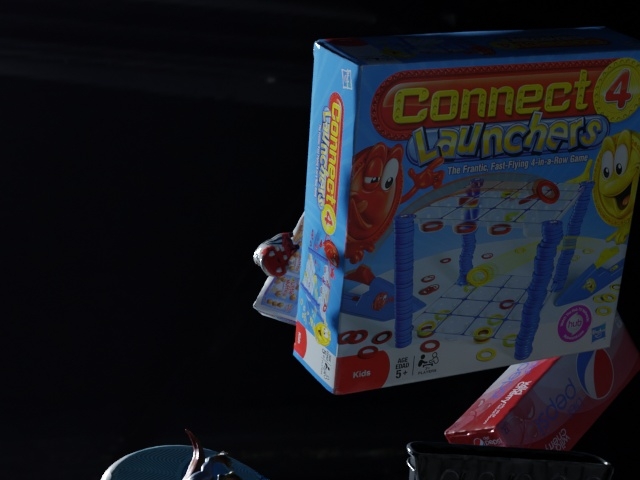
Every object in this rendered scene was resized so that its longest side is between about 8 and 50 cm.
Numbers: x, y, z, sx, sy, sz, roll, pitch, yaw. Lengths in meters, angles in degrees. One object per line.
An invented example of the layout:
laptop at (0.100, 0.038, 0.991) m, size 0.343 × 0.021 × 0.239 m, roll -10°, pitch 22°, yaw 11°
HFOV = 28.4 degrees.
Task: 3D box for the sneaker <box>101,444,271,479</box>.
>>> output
sneaker at (-0.102, 0.303, 1.211) m, size 0.319 × 0.127 × 0.208 m, roll 25°, pitch -39°, yaw -27°

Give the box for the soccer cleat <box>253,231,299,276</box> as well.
soccer cleat at (-0.043, 0.015, 1.086) m, size 0.035 × 0.029 × 0.083 m, roll -22°, pitch 13°, yaw 17°

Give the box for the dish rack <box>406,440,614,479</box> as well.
dish rack at (0.205, 0.257, 1.103) m, size 0.208 × 0.074 × 0.271 m, roll 5°, pitch 10°, yaw -17°

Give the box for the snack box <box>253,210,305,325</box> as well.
snack box at (0.000, 0.000, 1.258) m, size 0.064 × 0.178 × 0.022 m, roll 15°, pitch -19°, yaw 43°

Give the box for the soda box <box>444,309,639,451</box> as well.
soda box at (0.260, 0.178, 1.439) m, size 0.083 × 0.092 × 0.263 m, roll -18°, pitch 15°, yaw 50°

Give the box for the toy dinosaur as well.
toy dinosaur at (-0.089, 0.189, 0.885) m, size 0.082 × 0.090 × 0.047 m, roll -39°, pitch -48°, yaw -25°

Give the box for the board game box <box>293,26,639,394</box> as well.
board game box at (0.139, -0.032, 1.145) m, size 0.308 × 0.086 × 0.302 m, roll -7°, pitch -65°, yaw -24°
